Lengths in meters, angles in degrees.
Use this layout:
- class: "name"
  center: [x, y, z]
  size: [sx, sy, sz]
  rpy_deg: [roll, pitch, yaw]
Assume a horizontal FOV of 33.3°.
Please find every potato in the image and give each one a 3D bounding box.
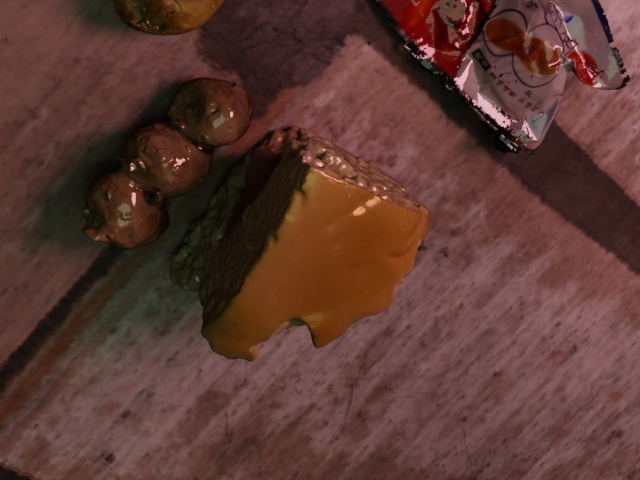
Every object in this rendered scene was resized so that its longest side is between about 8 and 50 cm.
- class: "potato"
  center: [-0.118, -0.253, 0.943]
  size: [0.170, 0.080, 0.107]
  rpy_deg: [-45, 130, 16]

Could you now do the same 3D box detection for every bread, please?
- class: "bread"
  center: [-0.001, 0.010, 1.069]
  size: [0.211, 0.183, 0.224]
  rpy_deg: [20, 113, -30]

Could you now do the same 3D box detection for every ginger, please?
- class: "ginger"
  center: [-0.147, -0.076, 1.035]
  size: [0.204, 0.080, 0.104]
  rpy_deg: [-49, 152, 14]

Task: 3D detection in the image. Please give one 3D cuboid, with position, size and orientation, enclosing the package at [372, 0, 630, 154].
- class: "package"
  center: [0.189, -0.219, 1.067]
  size: [0.194, 0.071, 0.269]
  rpy_deg: [-40, 108, 5]
